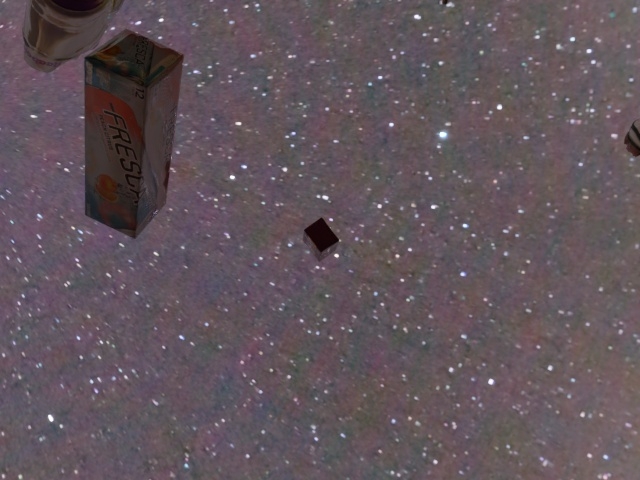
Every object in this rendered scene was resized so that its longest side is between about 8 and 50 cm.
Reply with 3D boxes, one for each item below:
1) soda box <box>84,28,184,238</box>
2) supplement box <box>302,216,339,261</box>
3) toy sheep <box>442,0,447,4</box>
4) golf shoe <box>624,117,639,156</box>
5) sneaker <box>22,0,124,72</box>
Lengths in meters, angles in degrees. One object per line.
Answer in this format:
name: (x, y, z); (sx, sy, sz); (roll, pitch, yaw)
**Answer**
soda box: (-0.170, -0.089, 0.581); (0.183, 0.058, 0.063); (110, -174, -46)
supplement box: (0.000, 0.000, 1.190); (0.043, 0.083, 0.055); (-35, -101, -11)
toy sheep: (0.270, -0.568, 1.372); (0.091, 0.091, 0.132); (-20, -45, -29)
golf shoe: (0.639, -0.159, 1.151); (0.067, 0.186, 0.086); (-56, -17, -15)
sneaker: (-0.318, -0.338, 0.858); (0.114, 0.152, 0.305); (29, -139, -17)
